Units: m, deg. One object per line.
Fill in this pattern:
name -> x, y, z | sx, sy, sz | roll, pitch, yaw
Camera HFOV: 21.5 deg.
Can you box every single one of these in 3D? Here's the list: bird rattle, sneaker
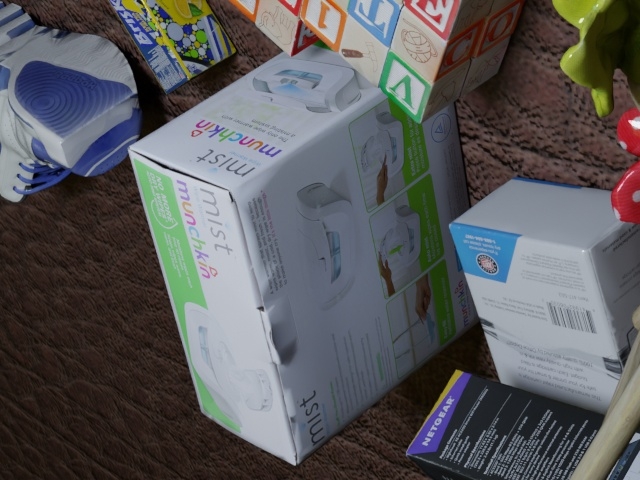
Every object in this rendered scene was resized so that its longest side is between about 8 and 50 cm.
bird rattle -> 0.243, -0.085, 0.982 | 0.207, 0.143, 0.253 | -10, 132, 32
sneaker -> -0.272, -0.117, 1.711 | 0.315, 0.127, 0.182 | 32, 147, 45

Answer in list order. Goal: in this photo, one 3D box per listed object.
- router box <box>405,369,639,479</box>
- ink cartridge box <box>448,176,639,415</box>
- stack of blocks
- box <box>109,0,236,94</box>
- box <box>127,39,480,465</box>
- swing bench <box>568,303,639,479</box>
router box -> 0.242, 0.229, 1.236 | 0.243, 0.081, 0.309 | 14, 156, 48
ink cartridge box -> 0.191, 0.059, 1.254 | 0.140, 0.082, 0.190 | 13, 132, 49
stack of blocks -> 0.006, -0.221, 1.234 | 0.297, 0.087, 0.171 | 43, 148, 20
box -> -0.148, -0.218, 1.482 | 0.169, 0.059, 0.054 | 59, 148, -6
box -> 0.000, 0.000, 1.320 | 0.127, 0.231, 0.262 | 24, 138, 41
swing bench -> 0.315, 0.080, 0.948 | 0.253, 0.165, 0.254 | 27, 140, 3
